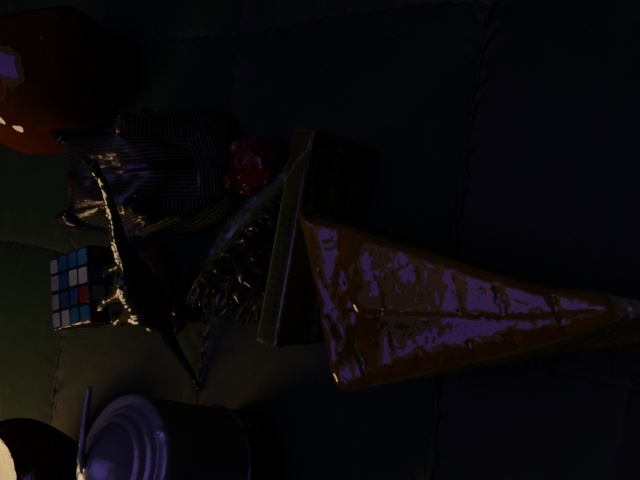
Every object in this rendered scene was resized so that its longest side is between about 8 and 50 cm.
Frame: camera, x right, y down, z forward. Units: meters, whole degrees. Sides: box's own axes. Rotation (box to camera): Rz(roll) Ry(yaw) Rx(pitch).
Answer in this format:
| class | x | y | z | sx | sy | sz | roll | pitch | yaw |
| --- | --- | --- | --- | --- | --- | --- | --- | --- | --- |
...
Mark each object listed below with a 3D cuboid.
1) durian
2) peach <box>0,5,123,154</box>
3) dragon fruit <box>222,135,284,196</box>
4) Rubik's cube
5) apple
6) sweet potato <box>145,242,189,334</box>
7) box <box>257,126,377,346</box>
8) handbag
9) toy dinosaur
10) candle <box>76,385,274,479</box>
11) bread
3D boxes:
| class | x | y | z | sx | sy | sz | roll | pitch | yaw |
| --- | --- | --- | --- | --- | --- | --- | --- | --- | --- |
| durian | -0.088 | 0.007 | 1.061 | 0.394 | 0.163 | 0.198 | -52 | 19 | 17 |
| peach | -0.608 | -0.340 | 1.345 | 0.343 | 0.343 | 0.302 | 6 | 119 | 38 |
| dragon fruit | -0.122 | -0.139 | 1.060 | 0.112 | 0.068 | 0.126 | 9 | 66 | 53 |
| Rubik's cube | -0.452 | 0.101 | 1.278 | 0.151 | 0.155 | 0.154 | -14 | 77 | 38 |
| apple | -0.637 | 0.580 | 1.304 | 0.365 | 0.295 | 0.329 | -61 | 29 | 20 |
| sweet potato | -0.313 | 0.094 | 1.237 | 0.055 | 0.058 | 0.202 | -26 | 70 | -10 |
| box | 0.000 | 0.000 | 0.924 | 0.043 | 0.173 | 0.311 | 13 | 95 | 37 |
| handbag | -0.342 | -0.130 | 1.163 | 0.340 | 0.240 | 0.247 | -3 | 89 | 36 |
| toy dinosaur | -0.295 | 0.078 | 1.072 | 0.447 | 0.087 | 0.301 | 50 | 137 | -12 |
| candle | -0.244 | 0.361 | 0.966 | 0.221 | 0.342 | 0.221 | -16 | 63 | 34 |
| bread | 0.197 | 0.043 | 0.737 | 0.361 | 0.233 | 0.245 | -19 | 73 | 31 |
